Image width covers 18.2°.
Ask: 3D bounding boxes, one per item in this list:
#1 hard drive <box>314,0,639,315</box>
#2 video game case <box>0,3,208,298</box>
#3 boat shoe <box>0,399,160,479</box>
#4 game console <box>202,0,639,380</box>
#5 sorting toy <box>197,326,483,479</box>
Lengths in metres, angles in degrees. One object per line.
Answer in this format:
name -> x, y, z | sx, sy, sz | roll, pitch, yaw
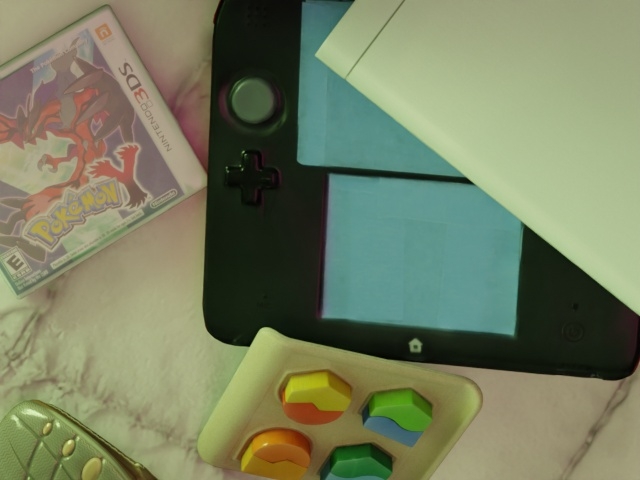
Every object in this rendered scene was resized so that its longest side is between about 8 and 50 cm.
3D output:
hard drive -> 0.203, -0.134, 1.624 | 0.353, 0.047, 0.233 | 39, 103, 4
video game case -> -0.224, -0.076, 1.727 | 0.201, 0.023, 0.183 | -31, 106, -5
boat shoe -> -0.162, 0.269, 1.764 | 0.123, 0.116, 0.324 | -42, 88, 15
game console -> 0.092, -0.062, 1.705 | 0.387, 0.060, 0.342 | 5, 96, 12
sorting toy -> 0.014, 0.167, 1.767 | 0.208, 0.038, 0.193 | 17, 136, -14
